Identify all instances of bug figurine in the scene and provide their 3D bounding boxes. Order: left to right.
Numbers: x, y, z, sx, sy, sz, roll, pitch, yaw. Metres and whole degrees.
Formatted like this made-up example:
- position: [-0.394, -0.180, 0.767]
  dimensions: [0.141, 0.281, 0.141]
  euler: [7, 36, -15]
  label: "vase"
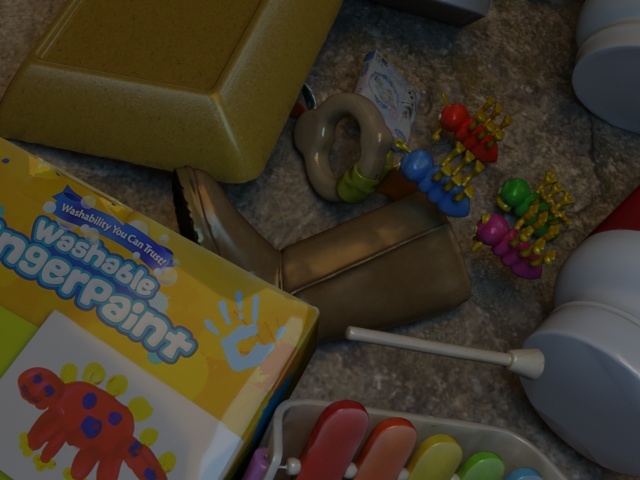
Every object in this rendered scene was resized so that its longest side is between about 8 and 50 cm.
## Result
- position: [0.183, -0.060, 1.021]
  dimensions: [0.216, 0.072, 0.279]
  euler: [45, 30, -1]
  label: "bug figurine"

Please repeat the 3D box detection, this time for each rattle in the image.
- position: [0.040, -0.125, 1.090]
  dimensions: [0.142, 0.130, 0.199]
  euler: [-13, 34, -30]
  label: "rattle"

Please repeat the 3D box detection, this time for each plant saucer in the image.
- position: [-0.176, -0.239, 1.070]
  dimensions: [0.332, 0.081, 0.333]
  euler: [12, 56, 16]
  label: "plant saucer"

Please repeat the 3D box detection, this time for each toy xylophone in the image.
- position: [0.072, 0.193, 0.785]
  dimensions: [0.322, 0.236, 0.081]
  euler: [5, 29, -22]
  label: "toy xylophone"

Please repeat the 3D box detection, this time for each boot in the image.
- position: [0.000, 0.000, 0.970]
  dimensions: [0.269, 0.089, 0.236]
  euler: [-20, 94, -19]
  label: "boot"

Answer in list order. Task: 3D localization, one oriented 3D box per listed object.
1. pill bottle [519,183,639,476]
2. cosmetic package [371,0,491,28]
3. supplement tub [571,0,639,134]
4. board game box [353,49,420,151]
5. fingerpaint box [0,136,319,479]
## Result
- position: [0.392, 0.042, 0.947]
  dimensions: [0.229, 0.229, 0.407]
  euler: [42, 61, 16]
  label: "pill bottle"
- position: [0.101, -0.355, 1.177]
  dimensions: [0.237, 0.127, 0.107]
  euler: [17, 94, -6]
  label: "cosmetic package"
- position: [0.455, -0.310, 1.156]
  dimensions: [0.228, 0.228, 0.316]
  euler: [22, 71, 5]
  label: "supplement tub"
- position: [0.080, -0.169, 1.121]
  dimensions: [0.090, 0.020, 0.090]
  euler: [40, 51, -30]
  label: "board game box"
- position: [-0.279, 0.126, 0.782]
  dimensions: [0.444, 0.163, 0.371]
  euler: [27, 74, 8]
  label: "fingerpaint box"
